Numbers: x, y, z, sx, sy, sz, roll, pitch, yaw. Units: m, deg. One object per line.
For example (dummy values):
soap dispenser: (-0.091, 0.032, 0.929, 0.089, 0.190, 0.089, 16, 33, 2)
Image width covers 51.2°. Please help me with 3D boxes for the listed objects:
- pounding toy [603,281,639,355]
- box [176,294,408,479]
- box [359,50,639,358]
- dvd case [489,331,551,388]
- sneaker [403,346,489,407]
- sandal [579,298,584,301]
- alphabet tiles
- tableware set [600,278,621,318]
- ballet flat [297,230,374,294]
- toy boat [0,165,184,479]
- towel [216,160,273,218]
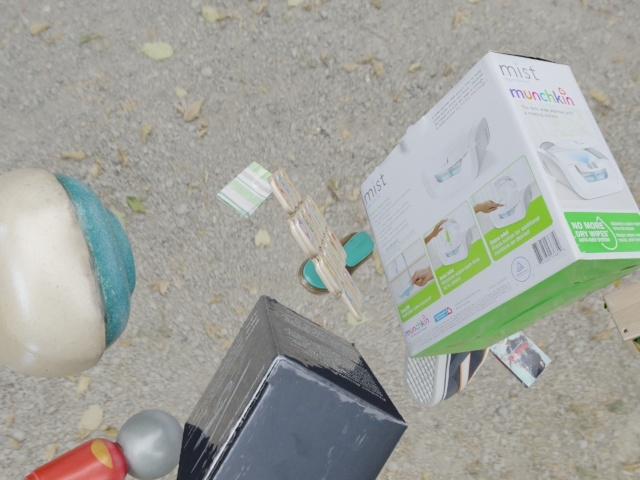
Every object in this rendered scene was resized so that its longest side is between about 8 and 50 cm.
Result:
pounding toy: (0.596, 0.116, 1.093, 0.206, 0.181, 0.094, -25, 59, 21)
box: (-0.035, 0.151, 0.544, 0.108, 0.207, 0.153, 30, 93, -11)
box: (0.177, -0.026, 0.725, 0.127, 0.262, 0.231, 0, 62, -30)
dvd case: (0.416, 0.239, 1.406, 0.087, 0.013, 0.119, -38, 76, -25)
sneaker: (0.231, 0.145, 1.197, 0.128, 0.321, 0.126, -17, 37, -30)
sandal: (0.389, 0.028, 1.178, 0.079, 0.240, 0.088, -11, 48, 35)
alphabet tiles: (0.000, 0.000, 1.137, 0.021, 0.284, 0.278, -31, 98, 9)
tableware set: (0.789, 0.126, 1.815, 0.104, 0.024, 0.154, -33, 122, -40)
ballet flat: (0.024, 0.076, 1.797, 0.116, 0.124, 0.342, 51, 38, 1)
toy boat: (-0.228, 0.089, 0.623, 0.148, 0.267, 0.318, -18, 98, -36)
towel: (-0.190, -0.141, 1.803, 0.113, 0.023, 0.152, 37, 66, 15)
